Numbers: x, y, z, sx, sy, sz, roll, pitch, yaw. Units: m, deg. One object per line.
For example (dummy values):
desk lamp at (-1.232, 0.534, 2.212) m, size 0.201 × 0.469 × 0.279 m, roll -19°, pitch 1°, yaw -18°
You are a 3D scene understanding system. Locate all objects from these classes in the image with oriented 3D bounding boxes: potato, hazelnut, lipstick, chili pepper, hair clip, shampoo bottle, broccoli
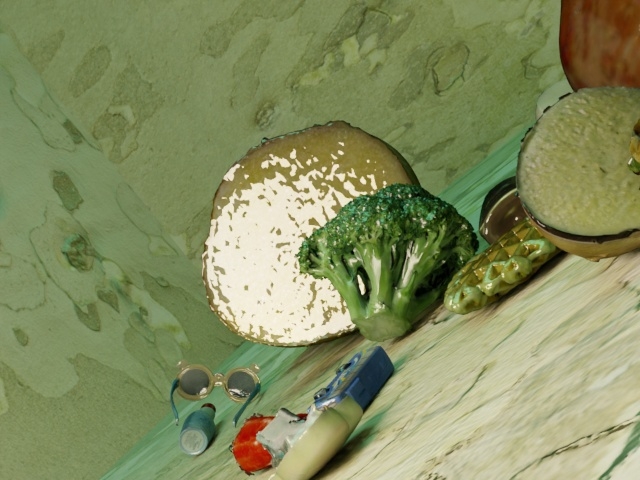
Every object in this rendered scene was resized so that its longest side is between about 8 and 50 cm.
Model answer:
potato at (0.000, 0.000, 1.870) m, size 0.442 × 0.385 × 0.319 m, roll -28°, pitch -9°, yaw 7°
hazelnut at (0.470, -0.318, 1.262) m, size 0.365 × 0.366 × 0.366 m, roll -39°, pitch 1°, yaw 1°
potato at (0.283, -0.046, 0.960) m, size 0.117 × 0.182 × 0.202 m, roll 81°, pitch -151°, yaw -53°
lipstick at (-0.254, 0.391, 2.066) m, size 0.061 × 0.068 × 0.274 m, roll -44°, pitch 3°, yaw 2°
chili pepper at (-0.045, 0.255, 1.274) m, size 0.169 × 0.065 × 0.088 m, roll -29°, pitch 25°, yaw 53°
hair clip at (-0.028, 0.236, 1.103) m, size 0.159 × 0.071 × 0.218 m, roll -46°, pitch 0°, yaw -21°
shampoo bottle at (0.301, -0.050, 1.495) m, size 0.125 × 0.084 × 0.350 m, roll -41°, pitch 0°, yaw 13°
broccoli at (0.110, 0.027, 1.480) m, size 0.261 × 0.269 × 0.242 m, roll -13°, pitch 52°, yaw 33°

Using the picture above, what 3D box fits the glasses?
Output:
glasses at (-0.227, 0.344, 2.024) m, size 0.189 × 0.088 × 0.221 m, roll 3°, pitch 25°, yaw 2°

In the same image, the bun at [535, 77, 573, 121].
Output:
bun at (0.471, -0.219, 1.725) m, size 0.172 × 0.120 × 0.173 m, roll -21°, pitch 26°, yaw 11°

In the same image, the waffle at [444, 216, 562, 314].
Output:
waffle at (0.243, 0.021, 1.224) m, size 0.207 × 0.054 × 0.214 m, roll -39°, pitch 2°, yaw 8°

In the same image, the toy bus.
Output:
toy bus at (0.041, 0.189, 1.238) m, size 0.061 × 0.051 × 0.153 m, roll -31°, pitch 5°, yaw 33°

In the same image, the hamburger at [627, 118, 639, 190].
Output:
hamburger at (0.356, -0.111, 0.809) m, size 0.183 × 0.130 × 0.206 m, roll -31°, pitch 8°, yaw -2°
